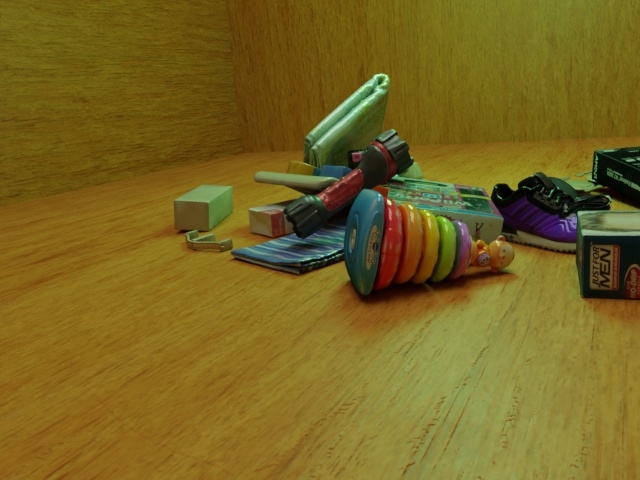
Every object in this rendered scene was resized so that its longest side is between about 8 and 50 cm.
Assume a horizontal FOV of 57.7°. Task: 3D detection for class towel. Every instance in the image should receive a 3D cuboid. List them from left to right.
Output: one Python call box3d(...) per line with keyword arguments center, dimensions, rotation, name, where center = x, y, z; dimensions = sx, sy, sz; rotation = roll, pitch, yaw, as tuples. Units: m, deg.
box3d(center=(0.000, 0.000, 1.317), dimensions=(0.335, 0.040, 0.243), rotation=(-17, 18, -40), name="towel")
box3d(center=(0.084, -0.325, 1.895), dimensions=(0.374, 0.090, 0.320), rotation=(-45, -14, -20), name="towel")

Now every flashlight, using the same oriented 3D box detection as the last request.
box3d(center=(0.059, -0.125, 1.285), dimensions=(0.304, 0.103, 0.103), rotation=(-34, 12, -9), name="flashlight")

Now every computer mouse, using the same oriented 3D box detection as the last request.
box3d(center=(0.614, -0.124, 1.523), dimensions=(0.188, 0.072, 0.272), rotation=(-6, 14, 0), name="computer mouse")

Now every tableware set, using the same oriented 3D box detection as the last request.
box3d(center=(0.768, -0.155, 1.660), dimensions=(0.194, 0.039, 0.128), rotation=(-15, 24, -26), name="tableware set")

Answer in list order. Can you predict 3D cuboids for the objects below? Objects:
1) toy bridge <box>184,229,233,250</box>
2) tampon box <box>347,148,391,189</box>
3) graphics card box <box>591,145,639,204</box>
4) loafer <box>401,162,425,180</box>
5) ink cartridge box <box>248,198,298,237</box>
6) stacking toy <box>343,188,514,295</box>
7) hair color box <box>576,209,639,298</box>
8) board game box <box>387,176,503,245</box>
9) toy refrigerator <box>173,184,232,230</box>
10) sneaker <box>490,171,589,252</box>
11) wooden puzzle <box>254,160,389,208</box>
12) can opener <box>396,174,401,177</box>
box3d(center=(-0.289, 0.003, 1.433), dimensions=(0.063, 0.026, 0.188), rotation=(-19, 19, -37), name="toy bridge")
box3d(center=(0.154, -0.203, 1.820), dimensions=(0.120, 0.161, 0.101), rotation=(-7, 14, -5), name="tampon box")
box3d(center=(0.879, -0.160, 1.464), dimensions=(0.232, 0.094, 0.371), rotation=(-6, 21, 0), name="graphics card box")
box3d(center=(0.283, -0.247, 2.094), dimensions=(0.101, 0.092, 0.268), rotation=(-13, 16, -28), name="loafer")
box3d(center=(-0.077, -0.065, 1.547), dimensions=(0.198, 0.067, 0.115), rotation=(-16, 18, -34), name="ink cartridge box")
box3d(center=(0.201, 0.015, 1.019), dimensions=(0.301, 0.175, 0.166), rotation=(7, 9, -9), name="stacking toy")
box3d(center=(0.585, 0.018, 0.896), dimensions=(0.347, 0.105, 0.174), rotation=(0, 14, 21), name="hair color box")
box3d(center=(0.249, -0.053, 1.231), dimensions=(0.223, 0.098, 0.303), rotation=(7, 18, 7), name="board game box")
box3d(center=(-0.342, -0.097, 1.729), dimensions=(0.102, 0.094, 0.269), rotation=(3, 15, 4), name="toy refrigerator")
box3d(center=(0.463, -0.065, 1.186), dimensions=(0.102, 0.146, 0.293), rotation=(-16, 17, -36), name="sneaker")
box3d(center=(0.042, -0.146, 1.582), dimensions=(0.347, 0.081, 0.322), rotation=(14, 0, -39), name="wooden puzzle")
box3d(center=(0.146, -0.190, 2.010), dimensions=(0.283, 0.076, 0.095), rotation=(5, 49, 34), name="can opener")
